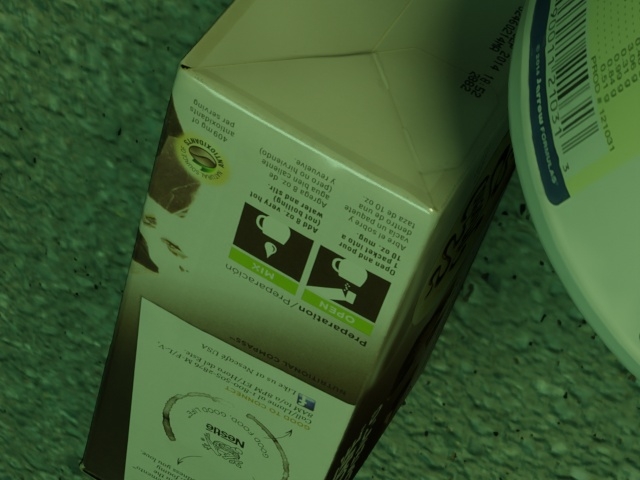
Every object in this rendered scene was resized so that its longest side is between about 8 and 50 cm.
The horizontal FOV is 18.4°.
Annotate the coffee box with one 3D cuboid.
[{"bbox_3d":[0.000,0.000,0.878,0.119,0.168,0.297,29,141,8],"label":"coffee box"}]

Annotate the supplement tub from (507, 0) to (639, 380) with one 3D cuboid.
[{"bbox_3d":[0.216,-0.071,0.541,0.235,0.235,0.325,40,156,-5],"label":"supplement tub"}]
